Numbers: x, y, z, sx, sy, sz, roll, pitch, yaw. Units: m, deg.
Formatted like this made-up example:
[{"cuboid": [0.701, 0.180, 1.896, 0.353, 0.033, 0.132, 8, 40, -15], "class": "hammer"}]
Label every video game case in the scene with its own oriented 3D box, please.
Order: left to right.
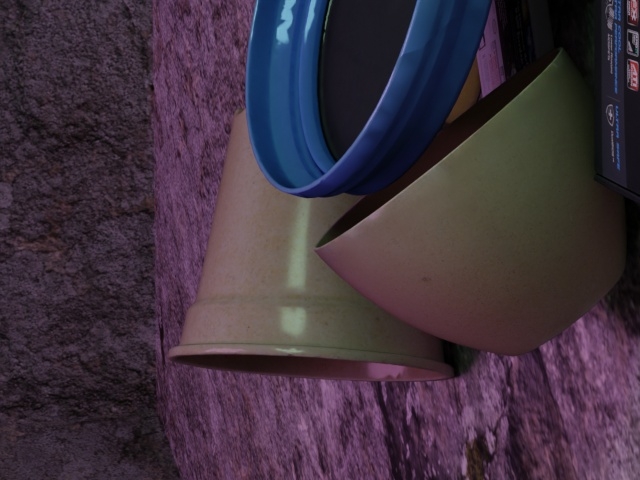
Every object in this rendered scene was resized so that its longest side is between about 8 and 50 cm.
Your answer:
[{"cuboid": [0.195, -0.179, 1.889, 0.173, 0.022, 0.190, 142, 122, -74], "class": "video game case"}]

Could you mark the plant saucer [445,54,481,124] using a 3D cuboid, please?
[{"cuboid": [0.125, -0.246, 2.102, 0.241, 0.037, 0.241, 174, 90, -76], "class": "plant saucer"}]

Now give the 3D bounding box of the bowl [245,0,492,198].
[{"cuboid": [0.044, -0.224, 1.703, 0.391, 0.077, 0.391, -44, 39, 52], "class": "bowl"}]

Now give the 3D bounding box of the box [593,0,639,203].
[{"cuboid": [0.291, -0.160, 1.428, 0.293, 0.073, 0.295, -134, 41, -70], "class": "box"}]

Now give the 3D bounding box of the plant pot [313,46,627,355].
[{"cuboid": [0.163, -0.011, 1.685, 0.191, 0.284, 0.284, 50, 165, -4], "class": "plant pot"}]

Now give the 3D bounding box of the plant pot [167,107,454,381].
[{"cuboid": [0.000, 0.000, 2.219, 0.334, 0.334, 0.305, 152, 123, -74], "class": "plant pot"}]
